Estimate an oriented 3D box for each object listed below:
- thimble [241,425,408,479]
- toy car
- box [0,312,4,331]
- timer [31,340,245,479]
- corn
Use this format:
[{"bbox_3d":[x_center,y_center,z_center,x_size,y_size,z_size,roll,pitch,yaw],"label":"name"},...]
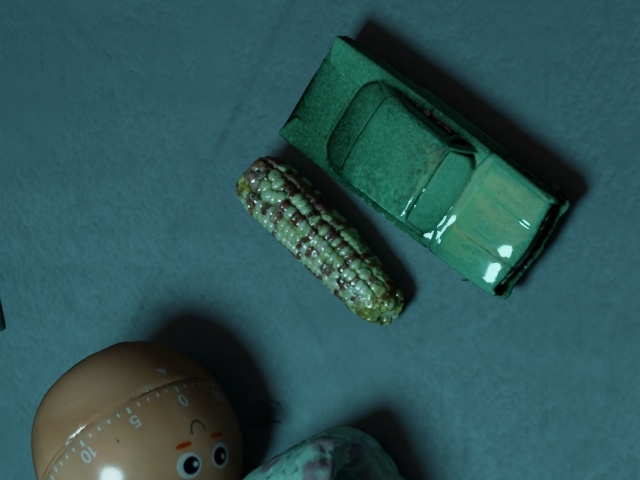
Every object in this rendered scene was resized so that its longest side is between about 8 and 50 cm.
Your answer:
[{"bbox_3d":[0.013,0.313,1.362,0.149,0.185,0.211,-31,86,24],"label":"thimble"},{"bbox_3d":[0.098,-0.077,1.371,0.320,0.097,0.141,39,107,24],"label":"toy car"},{"bbox_3d":[-0.537,0.087,1.631,0.153,0.245,0.092,-17,78,26],"label":"box"},{"bbox_3d":[-0.200,0.233,1.452,0.229,0.229,0.215,-44,71,21],"label":"timer"},{"bbox_3d":[0.000,0.000,1.434,0.237,0.079,0.079,46,109,21],"label":"corn"}]
